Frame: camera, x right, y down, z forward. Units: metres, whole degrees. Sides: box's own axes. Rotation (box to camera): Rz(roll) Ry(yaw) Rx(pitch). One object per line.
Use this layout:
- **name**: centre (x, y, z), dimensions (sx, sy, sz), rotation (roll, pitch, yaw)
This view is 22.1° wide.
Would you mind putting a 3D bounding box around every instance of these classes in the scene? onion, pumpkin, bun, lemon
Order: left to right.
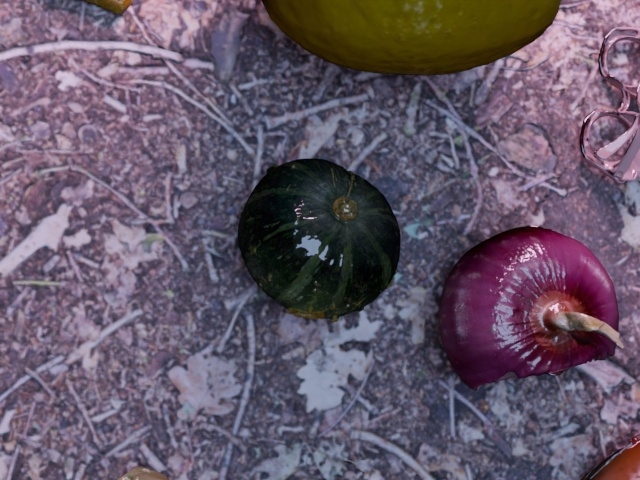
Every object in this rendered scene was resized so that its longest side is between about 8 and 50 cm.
- **bun**: centre (-0.208, 0.287, 1.834), dimensions (0.086, 0.086, 0.055), rotation (-40, 100, -12)
- **pumpkin**: centre (-0.001, -0.001, 1.867), dimensions (0.190, 0.146, 0.190), rotation (5, 56, -7)
- **lemon**: centre (0.080, -0.340, 1.811), dimensions (0.364, 0.364, 0.364), rotation (1, 86, -12)
- **onion**: centre (0.237, 0.075, 1.906), dimensions (0.207, 0.200, 0.201), rotation (-19, 90, 8)

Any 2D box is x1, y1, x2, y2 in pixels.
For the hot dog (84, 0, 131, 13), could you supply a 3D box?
- **hot dog**: centre (-0.281, -0.303, 1.889), dimensions (0.137, 0.028, 0.044), rotation (34, 87, -9)

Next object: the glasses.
- **glasses**: centre (0.419, -0.169, 2.001), dimensions (0.162, 0.095, 0.255), rotation (18, 84, -19)

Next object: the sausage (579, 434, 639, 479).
- **sausage**: centre (0.445, 0.251, 1.972), dimensions (0.330, 0.102, 0.102), rotation (-35, 94, -13)
